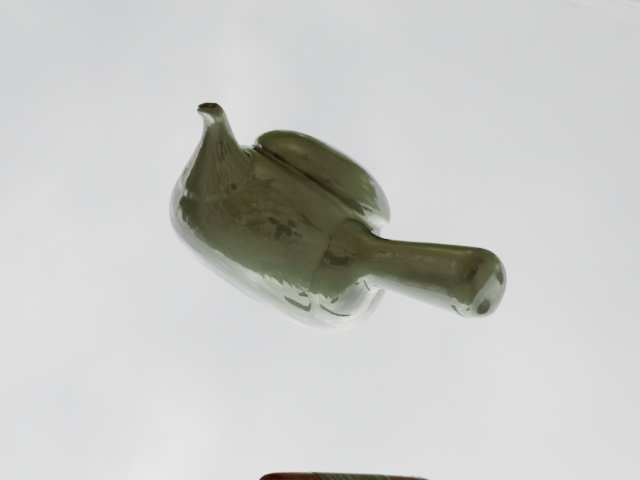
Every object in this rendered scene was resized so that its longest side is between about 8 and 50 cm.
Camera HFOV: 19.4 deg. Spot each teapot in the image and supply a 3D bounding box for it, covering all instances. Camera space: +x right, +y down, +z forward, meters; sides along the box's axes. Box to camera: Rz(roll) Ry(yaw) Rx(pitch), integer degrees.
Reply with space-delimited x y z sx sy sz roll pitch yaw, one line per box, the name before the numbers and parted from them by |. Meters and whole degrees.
teapot | 0.017 0.009 1.597 0.318 0.220 0.149 32 -88 18

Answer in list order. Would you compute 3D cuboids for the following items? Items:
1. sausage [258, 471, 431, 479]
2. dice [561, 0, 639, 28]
sausage | 0.027 0.220 1.641 0.253 0.034 0.034 11 -155 -48
dice | 0.222 -0.191 0.660 0.243 0.251 0.259 14 -87 25
